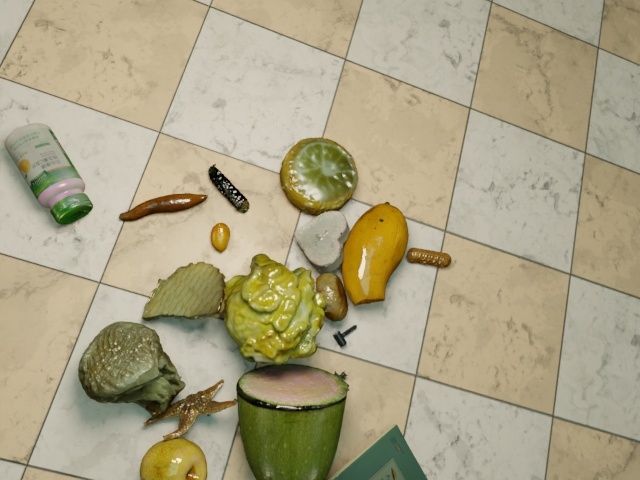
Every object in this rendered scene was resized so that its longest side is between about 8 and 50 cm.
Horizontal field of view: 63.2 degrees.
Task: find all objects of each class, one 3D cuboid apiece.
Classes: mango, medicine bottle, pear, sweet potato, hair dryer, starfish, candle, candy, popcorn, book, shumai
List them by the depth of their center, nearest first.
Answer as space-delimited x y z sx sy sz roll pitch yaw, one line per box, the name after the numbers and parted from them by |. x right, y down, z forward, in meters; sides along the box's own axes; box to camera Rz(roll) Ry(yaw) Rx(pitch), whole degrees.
-0.386 0.598 1.351 0.178 0.178 0.178 3 76 -13 | pear
-0.511 0.359 1.397 0.260 0.222 0.225 27 54 32 | shumai
-0.352 0.469 1.413 0.247 0.138 0.050 -28 114 -15 | starfish
-0.131 0.187 1.460 0.312 0.312 0.312 3 76 -13 | popcorn
-0.758 -0.183 1.466 0.133 0.133 0.274 -33 87 -19 | medicine bottle
0.148 0.741 1.474 0.379 0.031 0.264 -27 89 -30 | book
-0.470 -0.107 1.561 0.264 0.057 0.057 -12 80 -12 | sweet potato
-0.303 -0.010 1.580 0.060 0.046 0.089 -3 82 -15 | mango
0.000 0.000 1.602 0.168 0.068 0.192 8 66 22 | candle
0.082 0.290 1.617 0.083 0.026 0.047 -32 88 -26 | hair dryer
0.164 0.038 1.629 0.187 0.144 0.359 27 68 1 | mango
-0.005 -0.207 1.671 0.259 0.118 0.260 5 70 -15 | candy

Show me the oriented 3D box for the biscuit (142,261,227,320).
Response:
-0.367 0.142 1.465 0.273 0.036 0.187 -4 55 26 | biscuit

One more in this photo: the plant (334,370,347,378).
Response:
0.039 0.424 1.557 0.102 0.051 0.051 -42 89 -24 | plant

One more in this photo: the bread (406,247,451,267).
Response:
0.361 0.057 1.729 0.157 0.044 0.052 9 80 -11 | bread

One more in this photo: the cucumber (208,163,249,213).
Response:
-0.288 -0.161 1.619 0.053 0.053 0.181 -39 85 -19 | cucumber

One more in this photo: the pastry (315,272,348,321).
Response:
0.036 0.171 1.573 0.081 0.153 0.153 -16 80 3 | pastry

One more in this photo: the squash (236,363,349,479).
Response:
-0.082 0.532 1.415 0.310 0.310 0.309 2 98 -13 | squash
